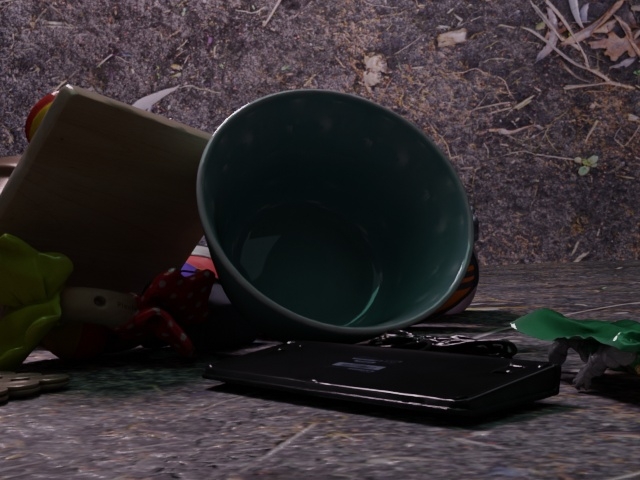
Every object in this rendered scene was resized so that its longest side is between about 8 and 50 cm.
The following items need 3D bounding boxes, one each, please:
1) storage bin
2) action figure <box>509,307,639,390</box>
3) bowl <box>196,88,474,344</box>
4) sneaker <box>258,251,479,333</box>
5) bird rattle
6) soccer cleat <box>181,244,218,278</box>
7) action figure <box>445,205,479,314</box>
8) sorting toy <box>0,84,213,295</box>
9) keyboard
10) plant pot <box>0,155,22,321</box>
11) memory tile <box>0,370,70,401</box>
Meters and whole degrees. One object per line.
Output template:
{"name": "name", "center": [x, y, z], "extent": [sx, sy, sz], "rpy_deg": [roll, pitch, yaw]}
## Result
{"name": "storage bin", "center": [-0.139, 0.087, 1.218], "extent": [0.091, 0.098, 0.135], "rpy_deg": [11, 8, 34]}
{"name": "action figure", "center": [0.242, 0.086, 0.788], "extent": [0.137, 0.064, 0.232], "rpy_deg": [-1, -3, -2]}
{"name": "bowl", "center": [0.000, 0.000, 1.136], "extent": [0.311, 0.312, 0.163], "rpy_deg": [-3, -31, -20]}
{"name": "sneaker", "center": [0.036, 0.072, 1.279], "extent": [0.321, 0.125, 0.180], "rpy_deg": [-13, 1, 22]}
{"name": "bird rattle", "center": [-0.251, 0.078, 1.098], "extent": [0.253, 0.143, 0.207], "rpy_deg": [0, -17, -29]}
{"name": "soccer cleat", "center": [-0.299, 0.078, 1.532], "extent": [0.318, 0.109, 0.116], "rpy_deg": [-4, 45, -16]}
{"name": "action figure", "center": [0.045, 0.047, 1.479], "extent": [0.370, 0.248, 0.276], "rpy_deg": [-2, 24, 5]}
{"name": "sorting toy", "center": [-0.253, -0.050, 1.151], "extent": [0.257, 0.255, 0.089], "rpy_deg": [16, 26, -46]}
{"name": "keyboard", "center": [0.062, 0.110, 0.850], "extent": [0.201, 0.033, 0.317], "rpy_deg": [-12, 8, -41]}
{"name": "plant pot", "center": [-0.437, 0.039, 1.355], "extent": [0.263, 0.263, 0.229], "rpy_deg": [-2, 20, 15]}
{"name": "memory tile", "center": [-0.309, 0.135, 0.894], "extent": [0.113, 0.012, 0.148], "rpy_deg": [-2, 2, 31]}
